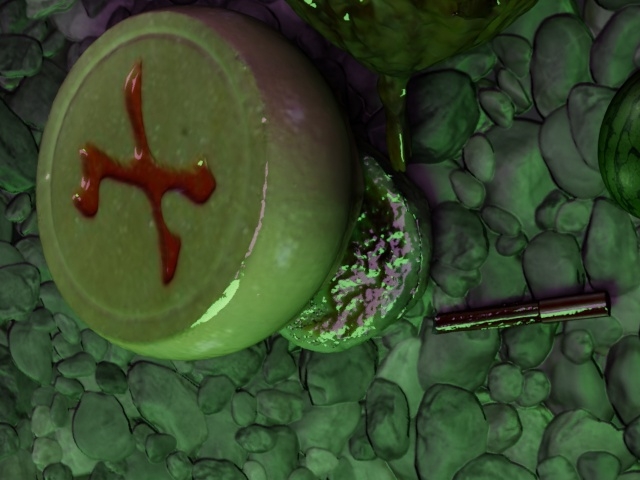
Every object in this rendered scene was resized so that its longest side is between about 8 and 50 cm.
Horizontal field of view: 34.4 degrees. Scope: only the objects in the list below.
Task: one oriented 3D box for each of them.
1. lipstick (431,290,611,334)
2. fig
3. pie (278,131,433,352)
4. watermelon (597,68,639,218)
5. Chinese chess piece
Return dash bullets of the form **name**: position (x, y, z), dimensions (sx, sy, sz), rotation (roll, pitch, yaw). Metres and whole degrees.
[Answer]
- **lipstick**: position (0.193, 0.072, 1.011), dimensions (0.176, 0.027, 0.027), rotation (-9, 98, 24)
- **fig**: position (0.075, -0.211, 0.883), dimensions (0.286, 0.286, 0.369), rotation (9, 123, 19)
- **pie**: position (0.000, 0.000, 1.053), dimensions (0.240, 0.054, 0.240), rotation (4, 102, 19)
- **watermelon**: position (0.310, -0.102, 0.868), dimensions (0.140, 0.140, 0.187), rotation (15, 102, 17)
- **Chinese chess piece**: position (-0.125, -0.054, 0.989), dimensions (0.338, 0.140, 0.338), rotation (-3, 84, 36)
